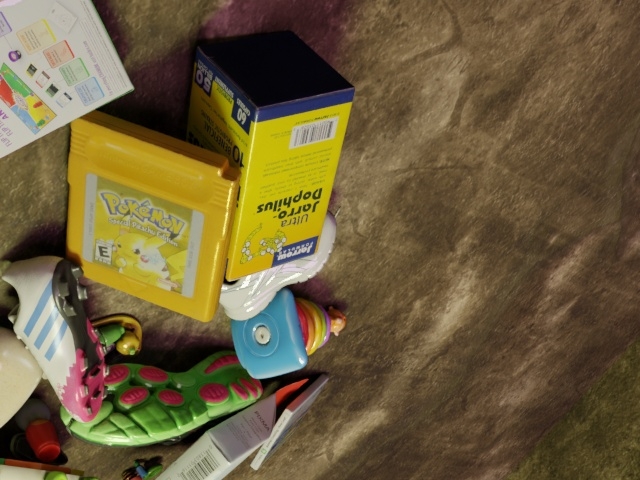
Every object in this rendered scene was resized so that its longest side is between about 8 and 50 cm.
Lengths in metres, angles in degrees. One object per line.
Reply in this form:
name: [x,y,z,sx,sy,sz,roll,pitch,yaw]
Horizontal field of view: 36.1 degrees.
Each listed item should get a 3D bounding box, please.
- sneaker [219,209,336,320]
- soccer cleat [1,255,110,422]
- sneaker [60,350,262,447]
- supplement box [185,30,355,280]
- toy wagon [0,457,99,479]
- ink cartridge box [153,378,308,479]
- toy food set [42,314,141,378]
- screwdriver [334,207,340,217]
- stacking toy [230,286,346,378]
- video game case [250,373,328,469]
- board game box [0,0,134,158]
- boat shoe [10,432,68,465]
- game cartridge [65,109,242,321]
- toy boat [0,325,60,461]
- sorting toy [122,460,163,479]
sneaker: [-0.095,0.037,1.943,0.297,0.111,0.129,-40,136,3]
soccer cleat: [-0.470,0.173,1.741,0.143,0.116,0.331,2,117,14]
sneaker: [-0.319,0.355,1.998,0.482,0.185,0.202,1,135,-50]
supplement box: [-0.102,-0.141,1.666,0.195,0.194,0.357,-17,137,-32]
toy wagon: [-0.594,0.451,1.869,0.267,0.068,0.344,1,162,20]
ink cartridge box: [-0.197,0.467,2.163,0.308,0.091,0.385,-45,165,30]
toy food set: [-0.440,0.226,1.899,0.217,0.071,0.128,-17,138,-22]
screwdriver: [0.000,0.000,2.045,0.025,0.024,0.170,18,114,-13]
stacking toy: [-0.038,0.184,2.117,0.165,0.175,0.302,-18,173,33]
video game case: [-0.072,0.428,2.334,0.193,0.023,0.212,-60,168,26]
board game box: [-0.458,-0.247,1.413,0.316,0.064,0.242,-29,141,-9]
boat shoe: [-0.572,0.428,2.009,0.049,0.056,0.152,1,160,24]
game cartridge: [-0.285,-0.036,1.621,0.053,0.285,0.324,-62,169,-49]
toy boat: [-0.603,0.295,1.812,0.267,0.148,0.318,-41,134,-3]
sorting toy: [-0.415,0.531,2.259,0.102,0.042,0.061,-30,158,-27]
